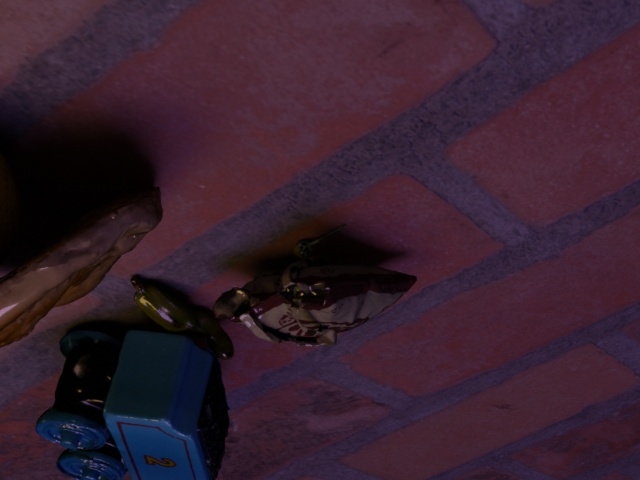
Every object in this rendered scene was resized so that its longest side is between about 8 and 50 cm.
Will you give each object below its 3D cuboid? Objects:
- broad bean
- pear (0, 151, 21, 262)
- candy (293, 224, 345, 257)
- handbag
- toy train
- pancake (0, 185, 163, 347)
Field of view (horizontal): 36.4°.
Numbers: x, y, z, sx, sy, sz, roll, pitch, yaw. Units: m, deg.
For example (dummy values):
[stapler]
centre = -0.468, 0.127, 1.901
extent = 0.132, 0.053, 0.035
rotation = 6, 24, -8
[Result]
[broad bean]
centre = -0.205, 0.115, 1.433
extent = 0.048, 0.070, 0.213
rotation = -46, 128, 7
[pear]
centre = -0.428, -0.025, 1.059
extent = 0.197, 0.197, 0.197
rotation = -7, 146, -5
[candy]
centre = 0.000, 0.000, 1.361
extent = 0.083, 0.023, 0.025
rotation = -28, 104, 9
[handbag]
centre = -0.006, 0.088, 1.378
extent = 0.213, 0.127, 0.235
rotation = -16, 172, 33
[toy train]
centre = -0.274, 0.270, 1.492
extent = 0.265, 0.188, 0.300
rotation = 5, 145, 5
[pancake]
centre = -0.337, 0.059, 1.131
extent = 0.387, 0.082, 0.387
rotation = -33, -175, 3
